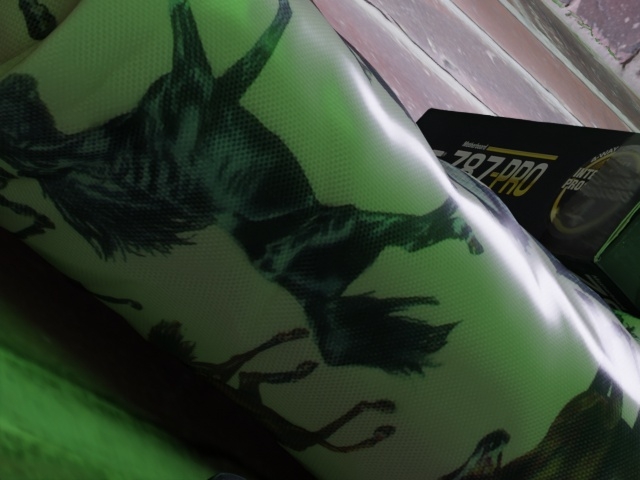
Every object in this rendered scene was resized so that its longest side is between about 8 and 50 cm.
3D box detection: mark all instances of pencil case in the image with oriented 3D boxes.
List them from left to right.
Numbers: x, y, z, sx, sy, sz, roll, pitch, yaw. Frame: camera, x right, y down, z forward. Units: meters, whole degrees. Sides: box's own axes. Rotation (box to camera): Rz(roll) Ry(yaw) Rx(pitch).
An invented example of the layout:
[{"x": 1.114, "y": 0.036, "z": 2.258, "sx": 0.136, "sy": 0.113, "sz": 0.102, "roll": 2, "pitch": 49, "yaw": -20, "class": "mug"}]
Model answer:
[{"x": 0.000, "y": 0.000, "z": 0.754, "sx": 0.410, "sy": 0.160, "sz": 0.183, "roll": 43, "pitch": 9, "yaw": -29, "class": "pencil case"}]

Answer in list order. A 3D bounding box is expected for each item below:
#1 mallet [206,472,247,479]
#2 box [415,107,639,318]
[{"x": -0.095, "y": 0.094, "z": 0.535, "sx": 0.189, "sy": 0.062, "sz": 0.039, "roll": 13, "pitch": 38, "yaw": -43, "class": "mallet"}, {"x": 0.224, "y": 0.093, "z": 1.066, "sx": 0.395, "sy": 0.097, "sz": 0.318, "roll": 46, "pitch": -8, "yaw": -19, "class": "box"}]
